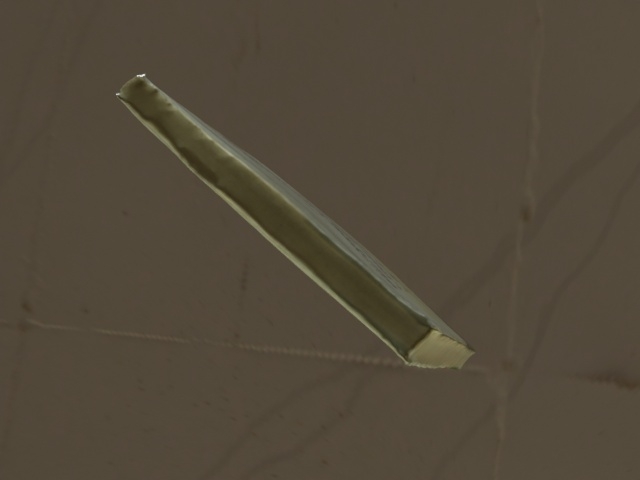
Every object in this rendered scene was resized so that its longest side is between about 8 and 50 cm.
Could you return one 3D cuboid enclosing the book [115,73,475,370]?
[{"bbox_3d":[0.000,0.000,0.907,0.201,0.289,0.026,42,-88,12],"label":"book"}]
